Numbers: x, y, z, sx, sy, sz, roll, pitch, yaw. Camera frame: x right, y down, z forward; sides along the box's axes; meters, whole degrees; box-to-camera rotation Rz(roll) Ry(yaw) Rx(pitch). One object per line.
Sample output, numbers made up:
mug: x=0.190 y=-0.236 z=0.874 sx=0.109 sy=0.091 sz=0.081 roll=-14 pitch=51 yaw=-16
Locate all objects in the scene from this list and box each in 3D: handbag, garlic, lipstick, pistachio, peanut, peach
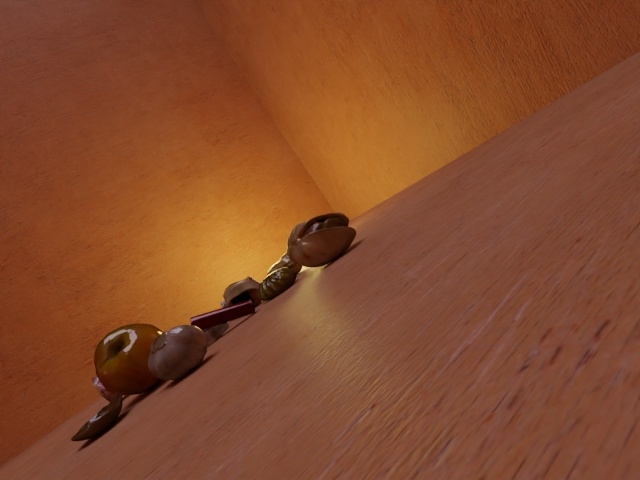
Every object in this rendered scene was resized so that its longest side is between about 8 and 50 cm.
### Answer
handbag: x=-0.994 y=0.690 z=1.979 sx=0.116 sy=0.179 sz=0.205 roll=-42 pitch=3 yaw=-18
garlic: x=-0.480 y=0.399 z=1.385 sx=0.229 sy=0.178 sz=0.143 roll=-51 pitch=30 yaw=13
lipstick: x=-0.428 y=0.331 z=1.807 sx=0.280 sy=0.073 sz=0.073 roll=-16 pitch=-2 yaw=-12
pistachio: x=0.000 y=0.000 z=1.826 sx=0.321 sy=0.229 sz=0.238 roll=-26 pitch=-32 yaw=-3
peanut: x=-0.198 y=0.160 z=2.284 sx=0.147 sy=0.147 sz=0.305 roll=-32 pitch=4 yaw=43
peach: x=-0.731 y=0.479 z=1.646 sx=0.289 sy=0.289 sz=0.308 roll=-34 pitch=-36 yaw=-10

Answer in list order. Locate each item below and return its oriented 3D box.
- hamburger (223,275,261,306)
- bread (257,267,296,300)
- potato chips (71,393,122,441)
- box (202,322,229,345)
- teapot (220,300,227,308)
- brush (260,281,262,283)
hamburger: x=-0.395 y=0.282 z=2.106 sx=0.210 sy=0.173 sz=0.116 roll=-34 pitch=27 yaw=9
bread: x=-0.219 y=0.208 z=1.979 sx=0.213 sy=0.105 sz=0.213 roll=-34 pitch=5 yaw=4
potato chips: x=-0.741 y=0.612 z=1.387 sx=0.208 sy=0.062 sz=0.195 roll=-30 pitch=10 yaw=43
box: x=-0.525 y=0.440 z=1.879 sx=0.149 sy=0.067 sz=0.233 roll=-31 pitch=4 yaw=5
teapot: x=-0.448 y=0.331 z=2.274 sx=0.298 sy=0.139 sz=0.204 roll=-40 pitch=-21 yaw=-42
brush: x=-0.269 y=0.249 z=2.136 sx=0.034 sy=0.027 sz=0.190 roll=-38 pitch=-22 yaw=-6
